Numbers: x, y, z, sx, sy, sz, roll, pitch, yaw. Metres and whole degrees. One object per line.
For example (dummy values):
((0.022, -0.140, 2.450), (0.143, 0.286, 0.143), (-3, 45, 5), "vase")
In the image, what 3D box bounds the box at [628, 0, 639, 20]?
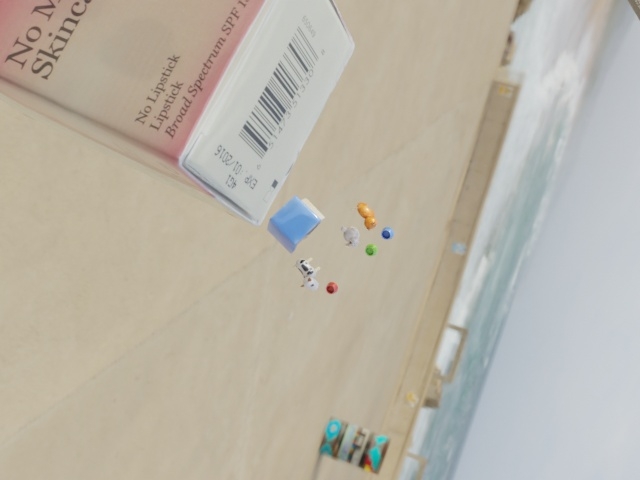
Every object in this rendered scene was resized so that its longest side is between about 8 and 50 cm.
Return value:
((0.162, -0.264, 0.200), (0.318, 0.395, 0.097), (-36, -165, 6), "box")

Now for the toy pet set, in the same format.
((0.000, 0.000, 0.915), (0.122, 0.114, 0.065), (-48, 174, 29), "toy pet set")

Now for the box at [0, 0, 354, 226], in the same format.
((-0.120, -0.132, 0.520), (0.149, 0.232, 0.127), (-63, 158, -6), "box")
